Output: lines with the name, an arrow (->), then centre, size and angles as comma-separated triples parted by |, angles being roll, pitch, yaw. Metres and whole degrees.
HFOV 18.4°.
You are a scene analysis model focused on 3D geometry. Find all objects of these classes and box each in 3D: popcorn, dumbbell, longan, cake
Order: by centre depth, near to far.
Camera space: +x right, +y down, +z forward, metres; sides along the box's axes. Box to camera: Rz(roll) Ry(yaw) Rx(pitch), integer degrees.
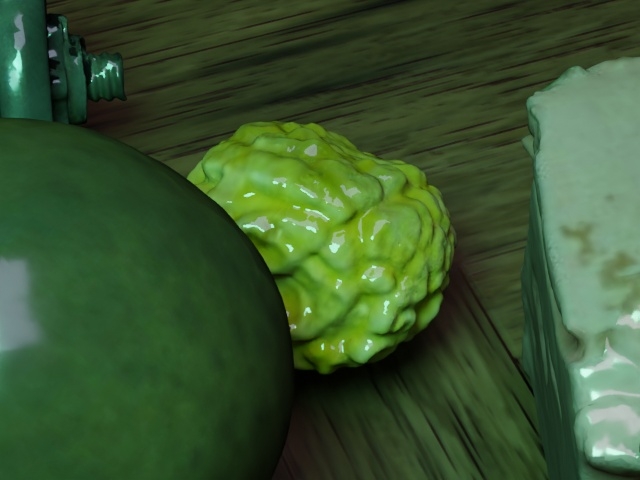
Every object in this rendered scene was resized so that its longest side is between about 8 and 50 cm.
longan -> -0.170, 0.080, 1.045 | 0.319, 0.319, 0.319 | 2, 49, -2
cake -> 0.268, 0.065, 1.072 | 0.307, 0.314, 0.293 | -10, 47, 0
popcorn -> 0.000, 0.000, 1.211 | 0.180, 0.170, 0.180 | -10, 51, 12
dumbbell -> -0.327, -0.092, 1.248 | 0.406, 0.179, 0.179 | -4, 49, -8
